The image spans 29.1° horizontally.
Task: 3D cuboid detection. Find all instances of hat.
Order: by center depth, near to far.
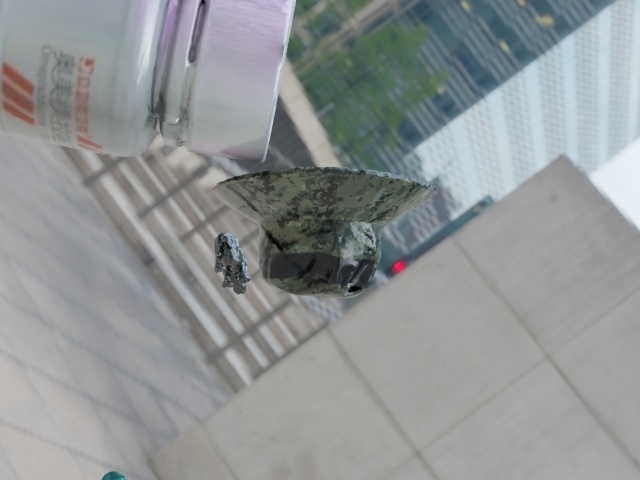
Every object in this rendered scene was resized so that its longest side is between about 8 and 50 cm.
[{"bbox_3d":[0.000,0.000,1.369,0.265,0.266,0.128,70,24,-84],"label":"hat"}]

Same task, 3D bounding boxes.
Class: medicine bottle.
[{"bbox_3d":[-0.198,-0.214,1.325,0.325,0.256,0.256,12,1,-4],"label":"medicine bottle"}]

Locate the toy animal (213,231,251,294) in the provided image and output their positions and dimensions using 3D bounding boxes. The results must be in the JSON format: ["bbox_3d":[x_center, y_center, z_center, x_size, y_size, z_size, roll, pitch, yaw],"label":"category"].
[{"bbox_3d":[-0.131,0.038,1.851,0.135,0.047,0.065,69,8,-58],"label":"toy animal"}]

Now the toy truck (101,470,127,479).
[{"bbox_3d":[-0.174,0.235,1.053,0.039,0.044,0.083,-118,-169,-47],"label":"toy truck"}]
